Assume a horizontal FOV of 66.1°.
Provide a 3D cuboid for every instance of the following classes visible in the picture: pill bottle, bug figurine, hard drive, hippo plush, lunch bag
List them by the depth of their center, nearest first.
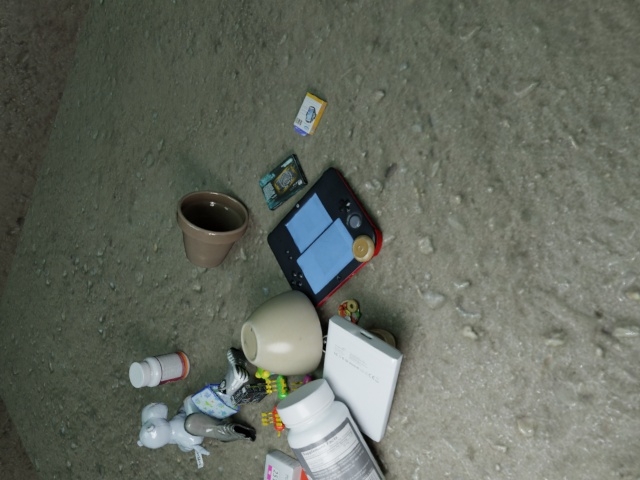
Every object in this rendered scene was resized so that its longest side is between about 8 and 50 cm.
[{"bbox_3d":[0.112,0.414,1.468,0.232,0.047,0.353,27,128,30],"label":"hard drive"},{"bbox_3d":[0.028,0.616,1.471,0.204,0.204,0.361,-30,88,33],"label":"pill bottle"},{"bbox_3d":[-0.080,0.567,1.684,0.278,0.072,0.217,-10,85,35],"label":"bug figurine"},{"bbox_3d":[-0.399,0.606,1.872,0.128,0.151,0.096,-38,30,30],"label":"lunch bag"},{"bbox_3d":[-0.589,0.750,1.918,0.234,0.236,0.294,-62,34,37],"label":"hippo plush"},{"bbox_3d":[-0.662,0.533,2.028,0.121,0.221,0.121,-1,89,37],"label":"pill bottle"}]

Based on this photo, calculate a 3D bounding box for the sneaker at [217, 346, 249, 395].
[{"bbox_3d":[-0.331,0.486,1.792,0.132,0.086,0.228,-53,16,2],"label":"sneaker"}]

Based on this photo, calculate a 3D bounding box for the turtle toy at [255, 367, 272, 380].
[{"bbox_3d":[-0.197,0.439,1.777,0.095,0.066,0.130,-26,70,58],"label":"turtle toy"}]

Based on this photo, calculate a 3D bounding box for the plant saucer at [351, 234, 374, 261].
[{"bbox_3d":[0.126,0.024,1.504,0.083,0.015,0.084,-2,86,38],"label":"plant saucer"}]

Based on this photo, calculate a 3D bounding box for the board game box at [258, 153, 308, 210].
[{"bbox_3d":[-0.136,-0.208,1.767,0.186,0.026,0.126,-33,70,32],"label":"board game box"}]

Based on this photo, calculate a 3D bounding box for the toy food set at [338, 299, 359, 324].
[{"bbox_3d":[0.091,0.235,1.594,0.083,0.020,0.083,-14,81,35],"label":"toy food set"}]

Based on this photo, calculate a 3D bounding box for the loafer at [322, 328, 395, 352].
[{"bbox_3d":[0.107,0.331,1.535,0.268,0.092,0.102,-11,84,37],"label":"loafer"}]

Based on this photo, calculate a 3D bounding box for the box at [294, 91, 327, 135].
[{"bbox_3d":[-0.039,-0.431,1.699,0.081,0.028,0.136,39,114,31],"label":"box"}]

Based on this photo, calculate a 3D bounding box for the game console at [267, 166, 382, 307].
[{"bbox_3d":[0.000,0.000,1.643,0.386,0.060,0.342,-45,65,27],"label":"game console"}]

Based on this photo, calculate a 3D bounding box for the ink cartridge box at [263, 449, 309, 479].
[{"bbox_3d":[-0.098,0.909,1.703,0.238,0.060,0.276,10,95,38],"label":"ink cartridge box"}]

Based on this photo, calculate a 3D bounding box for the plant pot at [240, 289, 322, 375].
[{"bbox_3d":[-0.149,0.317,1.613,0.284,0.190,0.285,14,107,55],"label":"plant pot"}]

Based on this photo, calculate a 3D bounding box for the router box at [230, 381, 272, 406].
[{"bbox_3d":[-0.250,0.556,1.781,0.092,0.122,0.038,-47,55,25],"label":"router box"}]

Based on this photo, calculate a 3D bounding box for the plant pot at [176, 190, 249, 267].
[{"bbox_3d":[-0.423,-0.024,1.862,0.263,0.263,0.229,45,131,28],"label":"plant pot"}]

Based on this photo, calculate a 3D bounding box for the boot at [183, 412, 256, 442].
[{"bbox_3d":[-0.363,0.686,1.809,0.161,0.246,0.084,-19,50,37],"label":"boot"}]
